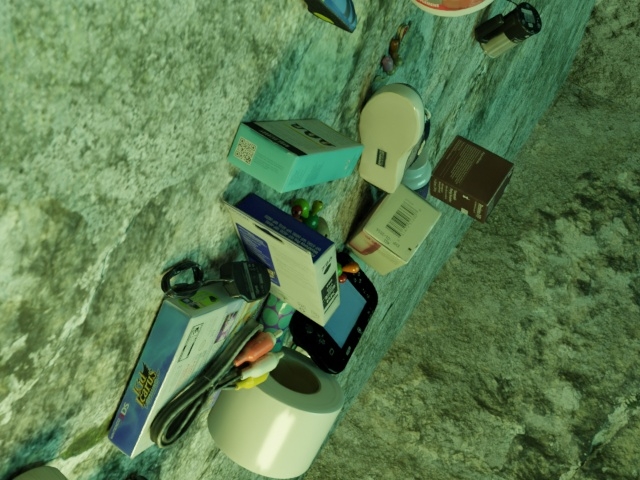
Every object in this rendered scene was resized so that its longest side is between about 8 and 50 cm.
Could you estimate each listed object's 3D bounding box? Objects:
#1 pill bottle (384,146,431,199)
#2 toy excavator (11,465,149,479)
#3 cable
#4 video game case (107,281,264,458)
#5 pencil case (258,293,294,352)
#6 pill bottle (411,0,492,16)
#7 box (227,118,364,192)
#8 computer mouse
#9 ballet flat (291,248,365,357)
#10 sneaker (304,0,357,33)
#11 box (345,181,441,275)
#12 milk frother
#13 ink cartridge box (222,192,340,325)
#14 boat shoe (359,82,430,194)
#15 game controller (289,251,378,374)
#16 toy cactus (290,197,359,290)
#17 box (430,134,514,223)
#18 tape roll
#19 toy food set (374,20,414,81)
[{"bbox_3d":[0.213,-0.151,1.662,0.108,0.108,0.193,-52,162,-20],"label":"pill bottle"},{"bbox_3d":[-0.365,0.522,1.082,0.445,0.222,0.432,2,117,-61],"label":"toy excavator"},{"bbox_3d":[-0.158,0.233,1.137,0.287,0.072,0.139,-38,148,-50],"label":"cable"},{"bbox_3d":[-0.215,0.198,1.144,0.269,0.061,0.244,-64,162,17],"label":"video game case"},{"bbox_3d":[-0.088,0.157,1.424,0.070,0.064,0.151,-11,133,-46],"label":"pencil case"},{"bbox_3d":[0.177,-0.458,0.923,0.176,0.176,0.318,-58,163,-3],"label":"pill bottle"},{"bbox_3d":[-0.029,-0.133,1.034,0.244,0.101,0.060,-22,141,-62],"label":"box"},{"bbox_3d":[-0.161,0.067,1.061,0.041,0.071,0.242,-21,166,31],"label":"computer mouse"},{"bbox_3d":[0.042,0.208,1.762,0.400,0.139,0.139,-61,163,8],"label":"ballet flat"},{"bbox_3d":[0.015,-0.330,0.876,0.082,0.069,0.209,-64,162,5],"label":"sneaker"},{"bbox_3d":[0.164,-0.023,1.603,0.148,0.127,0.232,-54,-179,-13],"label":"box"},{"bbox_3d":[0.452,-0.550,1.687,0.135,0.129,0.143,-24,-127,55],"label":"milk frother"},{"bbox_3d":[-0.053,0.028,1.132,0.065,0.165,0.332,-53,163,-18],"label":"ink cartridge box"},{"bbox_3d":[0.162,-0.240,1.379,0.158,0.127,0.340,-57,172,-22],"label":"boat shoe"},{"bbox_3d":[0.039,0.161,1.568,0.067,0.166,0.319,-40,-171,39],"label":"game controller"},{"bbox_3d":[0.000,0.000,1.308,0.112,0.219,0.180,-25,-156,14],"label":"toy cactus"},{"bbox_3d":[0.475,-0.192,2.164,0.167,0.203,0.168,-55,162,-11],"label":"box"},{"bbox_3d":[-0.093,0.348,1.432,0.169,0.246,0.246,-63,162,16],"label":"tape roll"},{"bbox_3d":[0.142,-0.350,1.276,0.078,0.019,0.122,-25,142,-61],"label":"toy food set"}]
